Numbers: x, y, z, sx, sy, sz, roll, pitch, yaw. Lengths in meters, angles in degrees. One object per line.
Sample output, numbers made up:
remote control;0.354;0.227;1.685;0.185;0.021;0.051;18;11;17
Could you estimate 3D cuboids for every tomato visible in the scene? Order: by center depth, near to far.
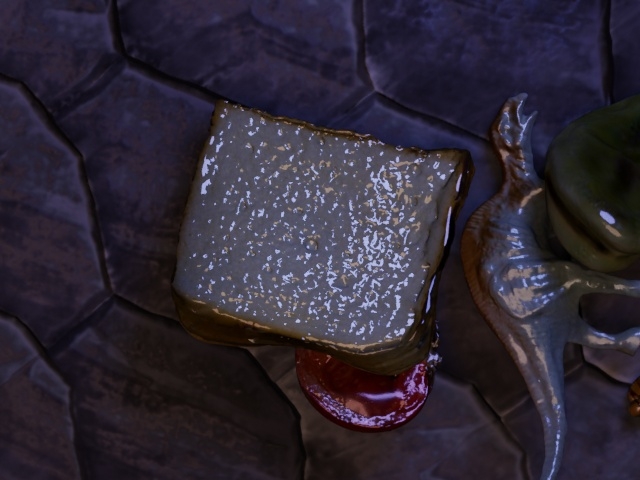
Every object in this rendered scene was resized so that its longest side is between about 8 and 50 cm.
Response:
tomato;0.044;0.109;1.593;0.139;0.091;0.159;8;74;-2

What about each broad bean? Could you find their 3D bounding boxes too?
broad bean;0.279;-0.057;1.495;0.153;0.207;0.072;37;140;5

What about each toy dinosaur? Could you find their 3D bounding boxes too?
toy dinosaur;0.219;0.068;1.533;0.205;0.092;0.393;13;84;2

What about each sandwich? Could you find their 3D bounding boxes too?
sandwich;0.000;0.000;1.537;0.251;0.087;0.226;11;73;10

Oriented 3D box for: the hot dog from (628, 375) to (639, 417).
hot dog;0.345;0.131;1.587;0.122;0.037;0.049;-37;93;11
